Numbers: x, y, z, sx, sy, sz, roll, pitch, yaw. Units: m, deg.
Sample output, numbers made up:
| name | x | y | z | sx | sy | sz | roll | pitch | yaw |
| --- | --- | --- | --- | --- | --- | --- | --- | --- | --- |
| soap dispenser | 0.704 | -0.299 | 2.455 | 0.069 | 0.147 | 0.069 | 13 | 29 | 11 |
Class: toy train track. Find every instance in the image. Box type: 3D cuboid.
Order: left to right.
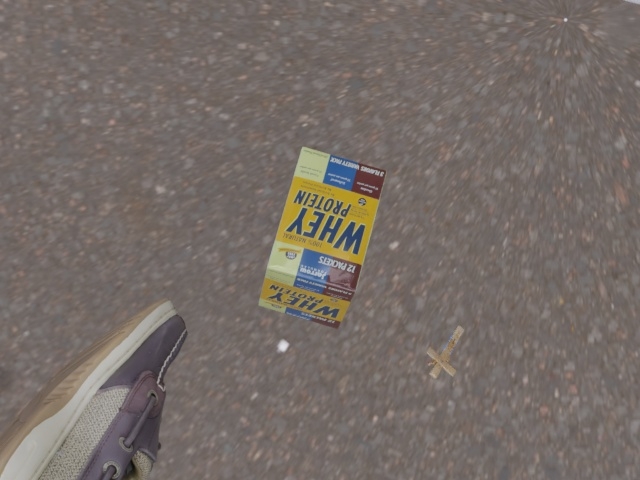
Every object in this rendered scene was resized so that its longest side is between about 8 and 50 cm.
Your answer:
| name | x | y | z | sx | sy | sz | roll | pitch | yaw |
| --- | --- | --- | --- | --- | --- | --- | --- | --- | --- |
| toy train track | 0.158 | 0.142 | 1.562 | 0.048 | 0.083 | 0.014 | 43 | 147 | -11 |

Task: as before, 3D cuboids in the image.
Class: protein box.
| name | x | y | z | sx | sy | sz | roll | pitch | yaw |
| --- | --- | --- | --- | --- | --- | --- | --- | --- | --- |
| protein box | 0.000 | 0.000 | 1.887 | 0.135 | 0.200 | 0.201 | 16 | 69 | -1 |

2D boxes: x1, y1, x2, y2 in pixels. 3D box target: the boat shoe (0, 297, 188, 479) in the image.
| name | x | y | z | sx | sy | sz | roll | pitch | yaw |
| --- | --- | --- | --- | --- | --- | --- | --- | --- | --- |
| boat shoe | -0.158 | 0.137 | 0.851 | 0.103 | 0.285 | 0.092 | -37 | 99 | 27 |

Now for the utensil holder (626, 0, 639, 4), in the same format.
| name | x | y | z | sx | sy | sz | roll | pitch | yaw |
| --- | --- | --- | --- | --- | --- | --- | --- | --- | --- |
| utensil holder | 0.256 | -0.365 | 0.696 | 0.327 | 0.328 | 0.386 | 10 | 130 | 9 |
